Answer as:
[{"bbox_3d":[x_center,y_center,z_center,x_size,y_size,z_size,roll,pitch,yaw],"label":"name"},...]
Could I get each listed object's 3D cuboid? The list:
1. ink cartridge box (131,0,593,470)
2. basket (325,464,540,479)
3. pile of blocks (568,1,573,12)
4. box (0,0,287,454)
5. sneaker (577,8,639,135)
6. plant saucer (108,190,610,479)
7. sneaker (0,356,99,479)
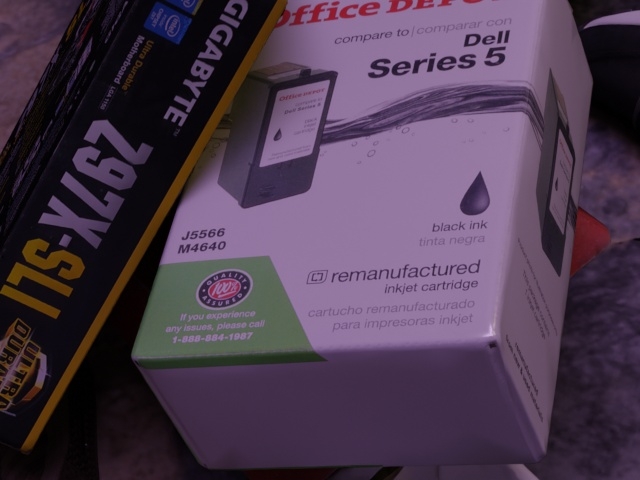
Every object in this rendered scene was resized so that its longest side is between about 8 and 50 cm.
[{"bbox_3d":[0.033,-0.017,1.010,0.198,0.115,0.273,-5,49,21],"label":"ink cartridge box"},{"bbox_3d":[0.085,0.194,1.049,0.113,0.103,0.167,-36,58,-19],"label":"basket"},{"bbox_3d":[0.116,-0.218,1.267,0.362,0.149,0.112,-35,15,-30],"label":"pile of blocks"},{"bbox_3d":[-0.128,-0.071,1.091,0.079,0.322,0.257,26,21,-14],"label":"box"},{"bbox_3d":[0.280,-0.061,1.223,0.283,0.107,0.124,21,64,19],"label":"sneaker"},{"bbox_3d":[0.000,0.000,1.125,0.258,0.048,0.259,-38,47,-11],"label":"plant saucer"},{"bbox_3d":[-0.181,0.148,1.144,0.071,0.066,0.188,-16,47,14],"label":"sneaker"}]
